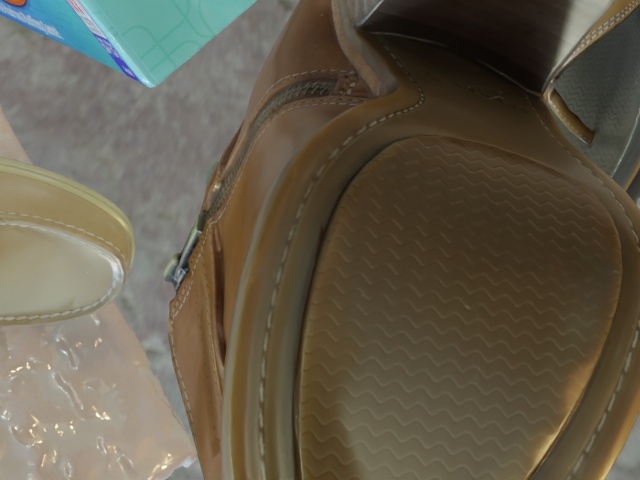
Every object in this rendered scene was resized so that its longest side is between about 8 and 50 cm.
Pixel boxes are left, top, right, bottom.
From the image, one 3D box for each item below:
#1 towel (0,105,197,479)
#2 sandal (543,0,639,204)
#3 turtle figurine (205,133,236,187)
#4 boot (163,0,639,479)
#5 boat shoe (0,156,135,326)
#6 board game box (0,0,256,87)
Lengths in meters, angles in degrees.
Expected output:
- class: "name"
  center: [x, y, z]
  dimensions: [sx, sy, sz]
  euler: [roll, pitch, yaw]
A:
- class: "towel"
  center: [-0.260, 0.066, 1.190]
  dimensions: [0.053, 0.317, 0.332]
  euler: [-23, 99, 47]
- class: "sandal"
  center: [0.117, -0.109, 0.811]
  dimensions: [0.060, 0.090, 0.219]
  euler: [9, 107, -24]
- class: "turtle figurine"
  center: [0.000, 0.000, 1.232]
  dimensions: [0.175, 0.234, 0.118]
  euler: [-52, 141, -15]
- class: "boot"
  center: [-0.002, 0.025, 0.582]
  dimensions: [0.109, 0.283, 0.220]
  euler: [19, 140, -16]
- class: "boat shoe"
  center: [-0.234, 0.014, 1.076]
  dimensions: [0.302, 0.098, 0.109]
  euler: [8, 121, -33]
- class: "board game box"
  center: [-0.026, -0.119, 0.512]
  dimensions: [0.160, 0.210, 0.047]
  euler: [-41, 113, -9]
